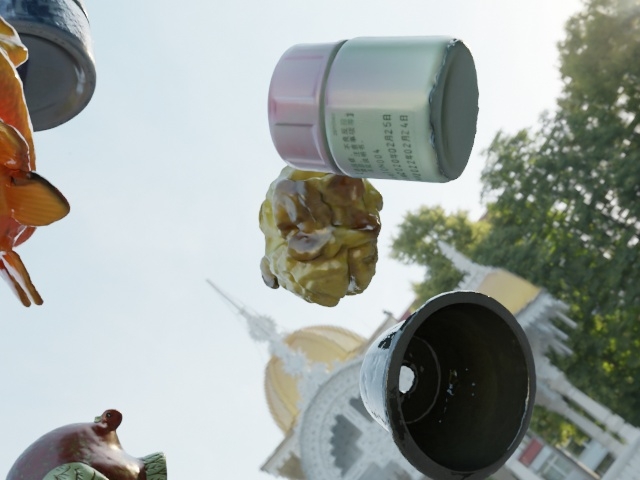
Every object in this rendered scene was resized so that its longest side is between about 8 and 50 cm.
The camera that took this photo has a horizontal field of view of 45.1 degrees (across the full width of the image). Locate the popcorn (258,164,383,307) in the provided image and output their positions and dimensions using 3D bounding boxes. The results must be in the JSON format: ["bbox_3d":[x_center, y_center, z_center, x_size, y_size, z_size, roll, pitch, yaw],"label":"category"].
[{"bbox_3d":[0.000,0.000,1.431,0.225,0.265,0.332,-6,-36,-35],"label":"popcorn"}]

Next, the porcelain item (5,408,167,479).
[{"bbox_3d":[-0.366,0.386,1.239,0.253,0.253,0.253,-38,-30,-27],"label":"porcelain item"}]

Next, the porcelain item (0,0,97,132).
[{"bbox_3d":[-0.298,-0.192,0.754,0.147,0.114,0.147,-13,-31,-8],"label":"porcelain item"}]

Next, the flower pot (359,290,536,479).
[{"bbox_3d":[0.163,0.208,1.123,0.269,0.269,0.166,-36,13,-29],"label":"flower pot"}]

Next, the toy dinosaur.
[{"bbox_3d":[-0.158,-0.023,0.351,0.070,0.117,0.288,-17,-15,-22],"label":"toy dinosaur"}]

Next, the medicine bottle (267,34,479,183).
[{"bbox_3d":[0.050,-0.122,0.715,0.135,0.168,0.135,-25,-62,-60],"label":"medicine bottle"}]
